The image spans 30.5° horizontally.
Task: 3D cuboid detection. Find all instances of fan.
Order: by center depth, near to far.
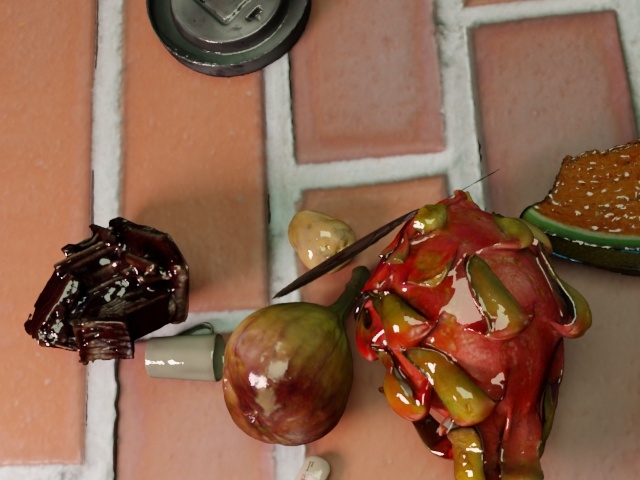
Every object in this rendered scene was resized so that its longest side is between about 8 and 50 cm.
[{"bbox_3d":[0.079,-0.016,1.289,0.329,0.191,0.009,-29,84,-26],"label":"fan"}]

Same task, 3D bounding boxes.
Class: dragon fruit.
[{"bbox_3d":[0.150,0.106,1.230,0.243,0.227,0.307,17,87,17],"label":"dragon fruit"}]

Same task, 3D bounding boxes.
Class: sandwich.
[{"bbox_3d":[0.339,-0.027,1.320,0.235,0.079,0.159,-13,59,1],"label":"sandwich"}]

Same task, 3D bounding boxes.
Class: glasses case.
[{"bbox_3d":[-0.017,0.277,1.293,0.032,0.021,0.083,23,76,18],"label":"glasses case"}]

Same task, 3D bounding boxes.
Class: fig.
[{"bbox_3d":[-0.029,0.109,1.294,0.143,0.160,0.231,14,62,-4],"label":"fig"}]

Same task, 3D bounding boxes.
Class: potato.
[{"bbox_3d":[0.000,0.000,1.374,0.068,0.062,0.083,-43,50,-17],"label":"potato"}]

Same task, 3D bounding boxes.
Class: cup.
[{"bbox_3d":[-0.155,0.125,1.354,0.083,0.054,0.075,-1,71,12],"label":"cup"}]

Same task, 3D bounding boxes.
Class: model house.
[{"bbox_3d":[-0.249,0.061,1.326,0.164,0.203,0.141,-20,101,-26],"label":"model house"}]

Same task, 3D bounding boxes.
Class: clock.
[{"bbox_3d":[-0.116,-0.311,1.510,0.214,0.042,0.215,-3,70,8],"label":"clock"}]
